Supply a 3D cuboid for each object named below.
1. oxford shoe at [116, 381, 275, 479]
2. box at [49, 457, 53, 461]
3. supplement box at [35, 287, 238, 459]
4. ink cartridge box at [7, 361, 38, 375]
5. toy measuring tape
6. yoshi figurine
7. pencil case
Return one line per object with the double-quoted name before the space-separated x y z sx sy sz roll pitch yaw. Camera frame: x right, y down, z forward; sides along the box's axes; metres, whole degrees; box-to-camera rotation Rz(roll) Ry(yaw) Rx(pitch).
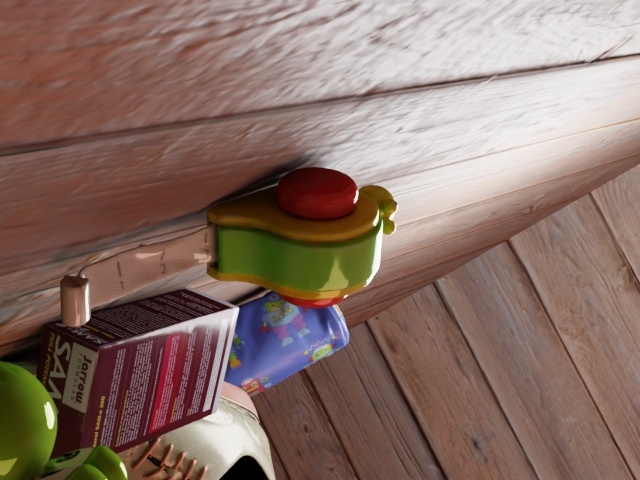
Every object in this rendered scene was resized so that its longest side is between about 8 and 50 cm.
"oxford shoe" -0.176 0.227 1.490 0.140 0.146 0.397 -46 145 17
"box" -0.392 0.312 1.790 0.191 0.143 0.381 -23 170 -22
"supplement box" -0.187 0.134 1.315 0.239 0.073 0.130 -13 119 -61
"ink cartridge box" -0.360 0.165 1.336 0.189 0.066 0.232 -36 -171 47
"toy measuring tape" -0.049 0.016 1.064 0.330 0.121 0.121 -21 170 -38
"yoshi figurine" -0.338 0.205 1.067 0.362 0.204 0.203 -21 135 16
"pencil case" -0.117 0.148 1.695 0.306 0.133 0.119 -27 151 -8
